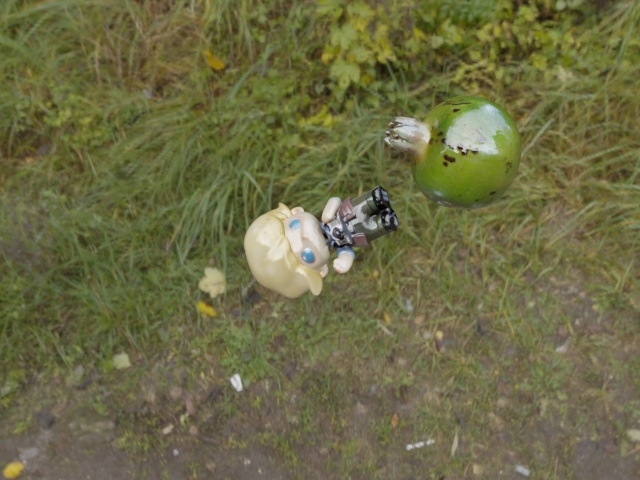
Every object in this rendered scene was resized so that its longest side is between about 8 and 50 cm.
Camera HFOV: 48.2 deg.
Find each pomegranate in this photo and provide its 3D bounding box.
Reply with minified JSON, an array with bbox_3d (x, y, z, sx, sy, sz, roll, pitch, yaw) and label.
[{"bbox_3d":[0.196,-0.136,1.081,0.210,0.180,0.180,10,47,-17],"label":"pomegranate"}]

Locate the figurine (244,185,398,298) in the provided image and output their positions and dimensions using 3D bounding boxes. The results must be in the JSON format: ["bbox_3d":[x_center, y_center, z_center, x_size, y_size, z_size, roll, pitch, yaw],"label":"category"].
[{"bbox_3d":[0.000,0.000,0.891,0.196,0.114,0.108,-19,15,25],"label":"figurine"}]
